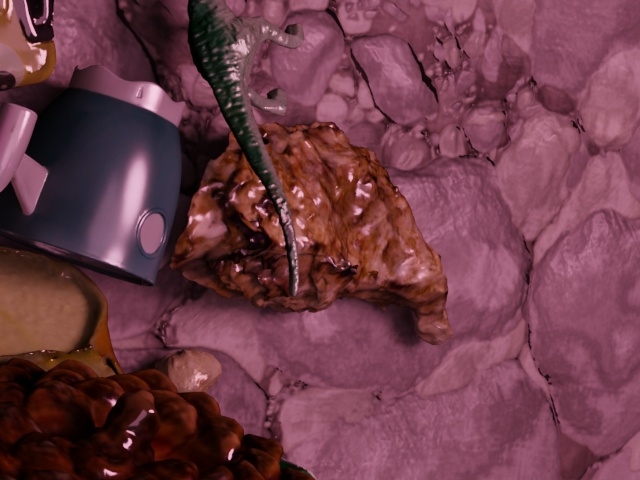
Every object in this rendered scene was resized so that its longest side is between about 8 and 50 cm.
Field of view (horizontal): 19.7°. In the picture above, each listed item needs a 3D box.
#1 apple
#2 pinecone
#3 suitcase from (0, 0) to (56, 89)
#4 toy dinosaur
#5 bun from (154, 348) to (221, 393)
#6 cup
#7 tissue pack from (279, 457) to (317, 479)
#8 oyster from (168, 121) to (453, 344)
[{"bbox_3d":[-0.346,0.121,1.616,0.346,0.179,0.254,-4,78,-32],"label":"apple"},{"bbox_3d":[-0.201,0.289,1.474,0.397,0.397,0.398,-5,100,-31],"label":"pinecone"},{"bbox_3d":[-0.351,-0.214,1.583,0.235,0.143,0.194,-12,103,-29],"label":"suitcase"},{"bbox_3d":[-0.052,-0.142,1.737,0.129,0.076,0.383,-18,73,-39],"label":"toy dinosaur"},{"bbox_3d":[-0.139,0.136,1.808,0.086,0.086,0.055,-40,85,-20],"label":"bun"},{"bbox_3d":[-0.203,-0.064,1.688,0.299,0.167,0.173,29,77,-60],"label":"cup"},{"bbox_3d":[-0.058,0.344,1.840,0.209,0.156,0.148,-40,113,-19],"label":"tissue pack"},{"bbox_3d":[0.013,-0.022,1.846,0.396,0.111,0.204,16,81,-45],"label":"oyster"}]
